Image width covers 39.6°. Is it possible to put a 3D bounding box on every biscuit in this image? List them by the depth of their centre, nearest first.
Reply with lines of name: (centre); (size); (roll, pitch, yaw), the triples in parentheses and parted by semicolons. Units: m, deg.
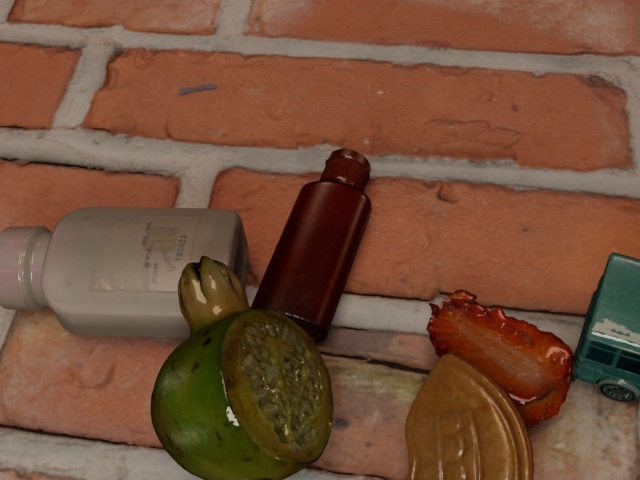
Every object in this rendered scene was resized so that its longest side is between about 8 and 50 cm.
biscuit: (0.152, 0.228, 0.921); (0.142, 0.029, 0.220); (-6, 79, 34)

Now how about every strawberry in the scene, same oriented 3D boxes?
strawberry: (0.200, 0.137, 1.009); (0.121, 0.082, 0.188); (-29, 45, -20)

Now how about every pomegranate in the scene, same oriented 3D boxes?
pomegranate: (-0.109, 0.154, 0.947); (0.159, 0.241, 0.190); (-25, 16, 30)

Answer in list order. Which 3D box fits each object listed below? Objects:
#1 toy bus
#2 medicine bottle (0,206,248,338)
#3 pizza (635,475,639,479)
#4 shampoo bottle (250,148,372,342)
toy bus: (0.414, 0.117, 0.955); (0.256, 0.147, 0.128); (16, 61, 17)
medicine bottle: (-0.244, 0.038, 1.098); (0.296, 0.111, 0.161); (1, 55, 4)
pizza: (0.376, 0.285, 0.889); (0.147, 0.069, 0.226); (39, 76, 16)
shampoo bottle: (0.000, 0.000, 1.124); (0.102, 0.064, 0.260); (11, 58, 17)
